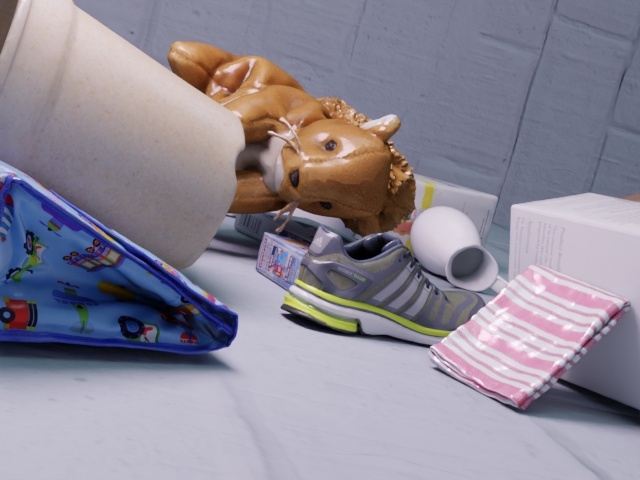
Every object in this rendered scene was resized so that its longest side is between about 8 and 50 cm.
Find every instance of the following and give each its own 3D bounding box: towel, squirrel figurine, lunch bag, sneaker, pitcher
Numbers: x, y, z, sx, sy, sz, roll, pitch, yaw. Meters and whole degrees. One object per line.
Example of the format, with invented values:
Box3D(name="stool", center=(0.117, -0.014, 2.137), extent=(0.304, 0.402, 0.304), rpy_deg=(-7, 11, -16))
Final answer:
Box3D(name="towel", center=(0.235, 0.100, 1.142), extent=(0.197, 0.029, 0.144), rpy_deg=(-37, 36, -23))
Box3D(name="squirrel figurine", center=(-0.002, -0.132, 1.551), extent=(0.397, 0.281, 0.370), rpy_deg=(1, 11, -44))
Box3D(name="lunch bag", center=(-0.227, 0.029, 0.937), extent=(0.293, 0.138, 0.221), rpy_deg=(25, -2, -42))
Box3D(name="sneaker", center=(0.098, 0.057, 1.266), extent=(0.299, 0.121, 0.111), rpy_deg=(10, 10, -36))
Box3D(name="pitcher", center=(0.264, 0.028, 1.888), extent=(0.177, 0.125, 0.207), rpy_deg=(34, 9, -27))

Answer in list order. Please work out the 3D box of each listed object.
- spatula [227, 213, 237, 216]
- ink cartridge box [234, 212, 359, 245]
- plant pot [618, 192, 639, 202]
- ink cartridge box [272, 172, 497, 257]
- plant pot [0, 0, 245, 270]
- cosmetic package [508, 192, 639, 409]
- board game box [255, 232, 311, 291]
Box3D(name="spatula", center=(-0.242, -0.075, 1.934), extent=(0.168, 0.019, 0.242), rpy_deg=(23, 11, 41))
Box3D(name="ink cartridge box", center=(0.000, 0.000, 1.767), extent=(0.224, 0.045, 0.223), rpy_deg=(9, 10, -41))
Box3D(name="plant pot", center=(0.470, 0.086, 1.473), extent=(0.263, 0.263, 0.229), rpy_deg=(18, 26, 17))
Box3D(name="ink cartridge box", center=(0.127, -0.070, 2.088), extent=(0.384, 0.160, 0.279), rpy_deg=(9, 10, -41))
Box3D(name="plant pot", center=(-0.268, -0.108, 1.166), extent=(0.305, 0.334, 0.334), rpy_deg=(24, 3, -28))
Box3D(name="cosmetic package", center=(0.405, 0.079, 1.189), extent=(0.156, 0.217, 0.385), rpy_deg=(-10, 18, -34))
Box3D(name="board game box", center=(0.011, 0.046, 1.413), extent=(0.194, 0.060, 0.194), rpy_deg=(7, 12, -45))
